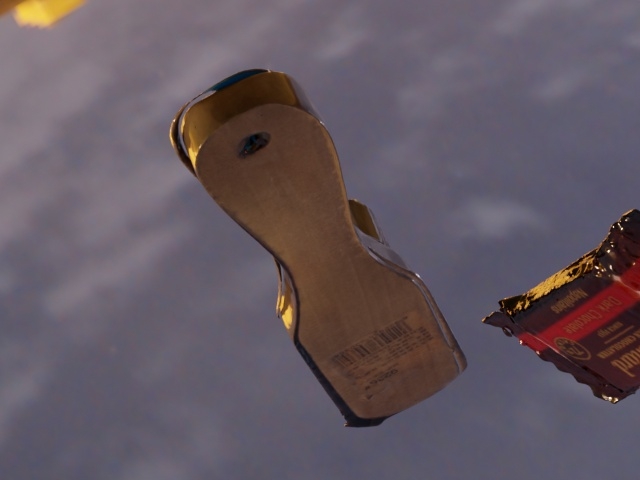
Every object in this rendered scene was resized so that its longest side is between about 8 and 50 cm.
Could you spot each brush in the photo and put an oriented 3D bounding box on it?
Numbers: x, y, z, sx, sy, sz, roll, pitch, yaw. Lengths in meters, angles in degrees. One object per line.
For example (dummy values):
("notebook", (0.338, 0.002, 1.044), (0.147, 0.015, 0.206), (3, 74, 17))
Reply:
("brush", (0.000, 0.000, 0.774), (0.070, 0.327, 0.065), (-25, -116, 3))

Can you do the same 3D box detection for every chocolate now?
("chocolate", (0.135, 0.032, 0.787), (0.028, 0.086, 0.182), (-60, -177, -20))
